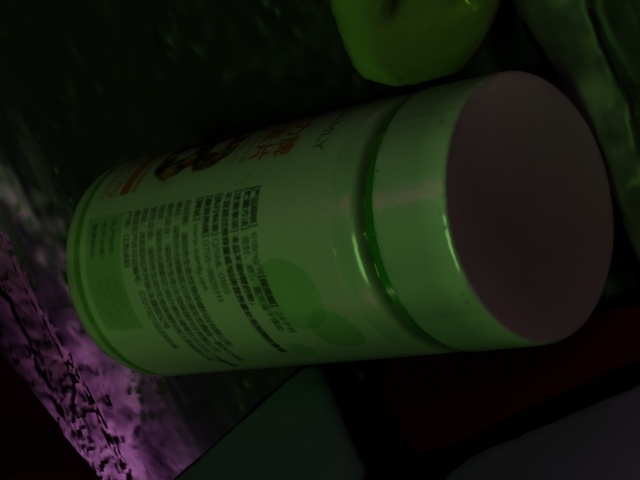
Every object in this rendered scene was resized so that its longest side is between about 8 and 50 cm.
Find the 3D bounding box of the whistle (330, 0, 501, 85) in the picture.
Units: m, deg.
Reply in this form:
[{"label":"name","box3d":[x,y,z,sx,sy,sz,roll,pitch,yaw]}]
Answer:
[{"label":"whistle","box3d":[0.026,-0.142,0.396,0.288,0.131,0.106,86,167,-51]}]

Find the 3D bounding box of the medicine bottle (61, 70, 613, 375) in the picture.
[{"label":"medicine bottle","box3d":[0.000,0.000,0.546,0.183,0.086,0.086,-10,109,44]}]

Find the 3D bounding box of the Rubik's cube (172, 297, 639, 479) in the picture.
[{"label":"Rubik's cube","box3d":[0.072,0.172,0.475,0.250,0.248,0.246,-12,108,44]}]

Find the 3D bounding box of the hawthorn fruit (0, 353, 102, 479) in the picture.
[{"label":"hawthorn fruit","box3d":[-0.253,0.179,0.717,0.308,0.325,0.308,30,144,25]}]
